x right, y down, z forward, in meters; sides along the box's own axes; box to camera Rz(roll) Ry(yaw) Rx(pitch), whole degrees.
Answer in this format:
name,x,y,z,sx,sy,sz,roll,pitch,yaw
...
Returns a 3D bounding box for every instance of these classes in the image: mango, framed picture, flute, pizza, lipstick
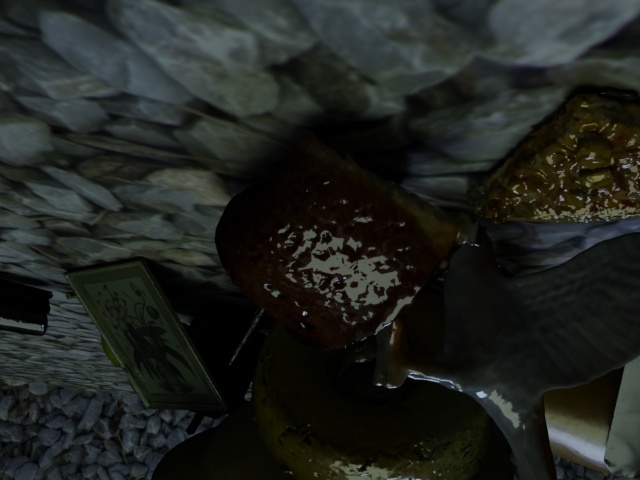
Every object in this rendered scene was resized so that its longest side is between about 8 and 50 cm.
name,x,y,z,sx,sy,sz,roll,pitch,yaw
mango,0.338,0.198,0.849,0.317,0.173,0.211,11,159,9
framed picture,-0.226,0.128,0.863,0.173,0.010,0.231,-11,114,38
flute,-0.116,0.159,0.864,0.014,0.014,0.269,18,116,-28
pizza,0.176,-0.044,0.410,0.178,0.041,0.131,0,158,18
lipstick,-0.579,0.056,0.896,0.418,0.077,0.077,15,159,-16

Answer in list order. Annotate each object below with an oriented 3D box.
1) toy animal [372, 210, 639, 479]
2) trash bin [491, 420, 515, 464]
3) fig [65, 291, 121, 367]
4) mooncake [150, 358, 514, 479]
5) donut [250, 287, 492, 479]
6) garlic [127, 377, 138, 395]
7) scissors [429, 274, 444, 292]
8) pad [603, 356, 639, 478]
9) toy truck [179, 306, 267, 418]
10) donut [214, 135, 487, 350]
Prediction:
name,x,y,z,sx,sy,sz,roll,pitch,yaw
toy animal,0.160,0.134,0.553,0.302,0.284,0.225,14,161,-23
trash bin,0.233,0.327,1.237,0.290,0.182,0.209,27,153,-33
fig,-0.306,0.132,1.014,0.093,0.093,0.166,0,146,20
mooncake,0.018,0.320,0.926,0.467,0.262,0.467,-27,166,-7
donut,0.057,0.143,0.706,0.272,0.272,0.107,6,140,2
garlic,-0.257,0.212,1.182,0.194,0.127,0.131,-2,167,-42
scissors,0.191,0.069,0.748,0.085,0.022,0.176,-7,153,43
pad,0.406,0.160,0.698,0.181,0.004,0.267,4,119,10
toy truck,-0.181,0.178,1.020,0.165,0.147,0.224,16,167,17
donut,0.001,0.004,0.480,0.126,0.144,0.186,35,178,-16
